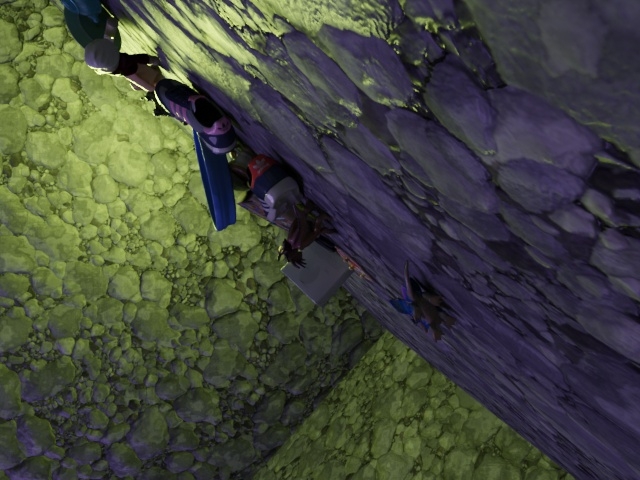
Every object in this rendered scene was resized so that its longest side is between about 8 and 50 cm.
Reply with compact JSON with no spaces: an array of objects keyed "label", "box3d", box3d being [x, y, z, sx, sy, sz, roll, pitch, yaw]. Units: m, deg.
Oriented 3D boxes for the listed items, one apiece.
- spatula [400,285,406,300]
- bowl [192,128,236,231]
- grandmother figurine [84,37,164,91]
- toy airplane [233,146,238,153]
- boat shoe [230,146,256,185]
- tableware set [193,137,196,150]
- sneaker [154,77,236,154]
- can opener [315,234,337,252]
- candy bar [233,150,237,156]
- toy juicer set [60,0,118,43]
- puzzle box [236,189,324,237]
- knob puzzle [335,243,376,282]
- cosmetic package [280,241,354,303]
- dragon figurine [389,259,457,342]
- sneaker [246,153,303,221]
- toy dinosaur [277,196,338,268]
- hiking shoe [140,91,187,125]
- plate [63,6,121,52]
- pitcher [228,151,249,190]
[{"label":"spatula","box3d":[0.318,0.236,1.394,0.084,0.030,0.296,35,170,47]},{"label":"bowl","box3d":[-0.373,-0.229,1.611,0.391,0.077,0.392,167,90,-75]},{"label":"grandmother figurine","box3d":[-0.597,-0.532,1.400,0.342,0.207,0.104,-62,-47,-79]},{"label":"toy airplane","box3d":[-0.358,-0.374,1.699,0.151,0.028,0.151,43,177,3]},{"label":"boat shoe","box3d":[-0.219,-0.229,1.574,0.104,0.089,0.285,19,173,10]},{"label":"tableware set","box3d":[-0.490,-0.406,2.009,0.128,0.039,0.194,45,-161,-12]},{"label":"sneaker","box3d":[-0.358,-0.388,1.297,0.319,0.112,0.131,40,157,13]},{"label":"can opener","box3d":[0.000,0.000,1.793,0.186,0.073,0.059,31,161,39]},{"label":"candy bar","box3d":[-0.384,-0.380,1.918,0.040,0.018,0.161,47,173,-32]},{"label":"toy juicer set","box3d":[-0.640,-0.674,1.232,0.209,0.090,0.329,12,154,43]},{"label":"puzzle box","box3d":[-0.167,-0.103,1.726,0.272,0.052,0.409,30,174,-16]},{"label":"knob puzzle","box3d":[0.116,0.090,1.790,0.213,0.030,0.213,44,175,4]},{"label":"cosmetic package","box3d":[-0.010,0.132,2.013,0.224,0.225,0.138,42,177,18]},{"label":"dragon figurine","box3d":[0.225,0.147,1.076,0.289,0.085,0.144,45,175,-30]},{"label":"sneaker","box3d":[-0.140,-0.157,1.318,0.148,0.131,0.350,50,170,3]},{"label":"toy dinosaur","box3d":[-0.061,-0.009,1.392,0.127,0.200,0.296,42,174,12]},{"label":"hiking shoe","box3d":[-0.719,-0.607,2.125,0.227,0.114,0.086,45,175,-18]},{"label":"plate","box3d":[-0.683,-0.651,1.388,0.024,0.188,0.188,-11,140,30]},{"label":"pitcher","box3d":[-0.319,-0.278,1.750,0.207,0.125,0.178,-143,30,-73]}]
